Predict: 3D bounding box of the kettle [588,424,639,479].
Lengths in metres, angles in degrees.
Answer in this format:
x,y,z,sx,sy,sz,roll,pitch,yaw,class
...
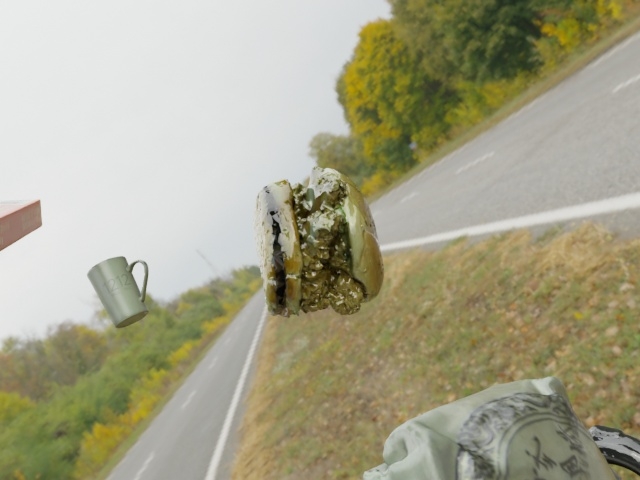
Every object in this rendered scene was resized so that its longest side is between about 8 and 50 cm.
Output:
x,y,z,sx,sy,sz,roll,pitch,yaw,class
0.359,0.380,0.965,0.268,0.290,0.207,-32,-12,36,kettle

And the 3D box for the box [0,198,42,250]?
x,y,z,sx,sy,sz,roll,pitch,yaw,class
-0.503,-0.012,0.909,0.265,0.048,0.273,-2,10,-7,box

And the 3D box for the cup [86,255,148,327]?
x,y,z,sx,sy,sz,roll,pitch,yaw,class
-0.257,0.064,0.991,0.075,0.083,0.054,-26,-11,-19,cup

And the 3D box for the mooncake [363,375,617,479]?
x,y,z,sx,sy,sz,roll,pitch,yaw,class
0.190,0.252,0.671,0.250,0.254,0.136,-10,-24,-47,mooncake

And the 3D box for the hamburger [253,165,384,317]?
x,y,z,sx,sy,sz,roll,pitch,yaw,class
0.000,0.000,0.768,0.131,0.159,0.185,-7,-8,-6,hamburger
